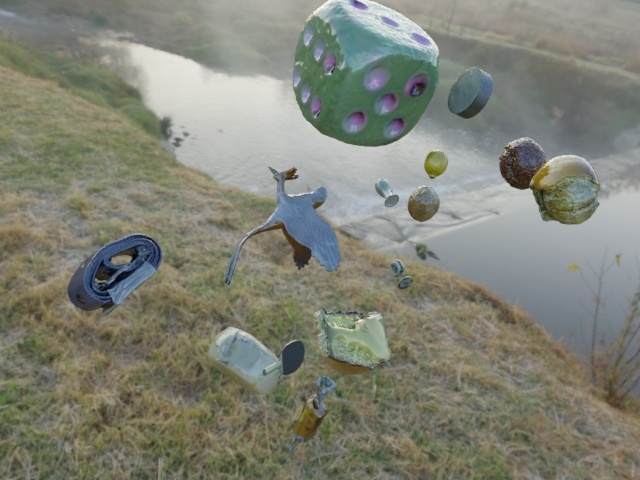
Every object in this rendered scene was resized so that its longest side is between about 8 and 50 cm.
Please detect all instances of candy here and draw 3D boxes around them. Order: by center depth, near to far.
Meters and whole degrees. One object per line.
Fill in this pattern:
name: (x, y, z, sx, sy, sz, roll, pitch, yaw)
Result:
candy: (-0.014, 0.331, 0.976, 0.046, 0.182, 0.053, 29, 23, 19)

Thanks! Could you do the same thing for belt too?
belt: (-0.490, 0.074, 1.263, 0.126, 0.140, 0.230, -23, 18, 38)

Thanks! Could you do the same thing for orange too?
orange: (0.524, -0.104, 1.111, 0.134, 0.156, 0.156, -12, 16, 28)

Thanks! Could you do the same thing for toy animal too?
toy animal: (-0.118, -0.042, 1.389, 0.284, 0.302, 0.225, -2, 3, -19)

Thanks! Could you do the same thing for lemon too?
lemon: (0.300, -0.199, 1.350, 0.062, 0.083, 0.062, 15, -7, 2)

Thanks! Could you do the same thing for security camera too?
security camera: (0.251, 0.105, 1.659, 0.058, 0.058, 0.092, -5, 44, -30)

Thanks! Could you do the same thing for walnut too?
walnut: (0.337, -0.119, 1.703, 0.105, 0.124, 0.105, 0, 26, 0)

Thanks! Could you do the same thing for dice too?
dice: (0.119, -0.481, 1.488, 0.330, 0.318, 0.322, 1, 45, -29)

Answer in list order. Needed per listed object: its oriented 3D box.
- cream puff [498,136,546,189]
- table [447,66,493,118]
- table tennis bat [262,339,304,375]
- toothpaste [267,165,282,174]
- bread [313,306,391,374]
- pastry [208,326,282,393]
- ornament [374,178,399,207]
cream puff: (0.563, -0.218, 1.472, 0.084, 0.149, 0.149, -3, 30, -32)
table: (0.413, -0.407, 1.435, 0.043, 0.133, 0.133, 18, 23, -25)
table tennis bat: (-0.090, 0.308, 1.326, 0.013, 0.087, 0.156, 11, 17, 36)
toothpaste: (-0.147, -0.231, 1.806, 0.048, 0.029, 0.197, 32, 1, 5)
bread: (0.090, 0.331, 1.646, 0.262, 0.162, 0.204, 11, 46, -27)
pastry: (-0.236, 0.384, 1.644, 0.265, 0.265, 0.133, 27, 64, 27)
ornament: (0.294, -0.217, 2.326, 0.081, 0.075, 0.156, 43, 14, -38)
